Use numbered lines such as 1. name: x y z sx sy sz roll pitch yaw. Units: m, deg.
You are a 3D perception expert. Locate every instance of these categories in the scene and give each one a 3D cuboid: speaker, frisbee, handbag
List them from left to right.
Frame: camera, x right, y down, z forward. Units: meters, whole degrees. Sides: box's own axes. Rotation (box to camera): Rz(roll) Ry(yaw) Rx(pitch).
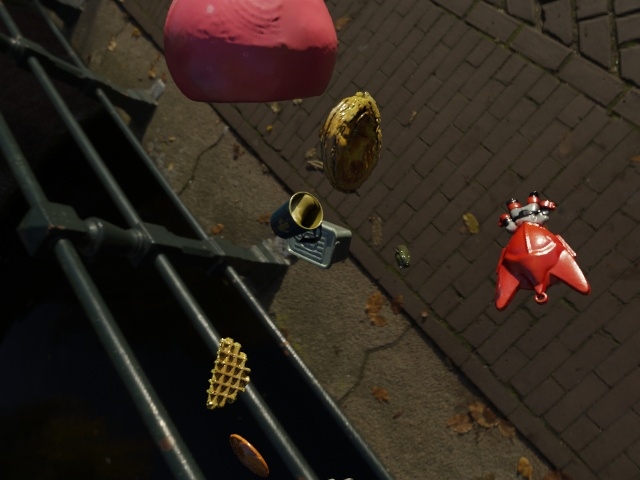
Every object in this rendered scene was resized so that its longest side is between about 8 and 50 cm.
1. frisbee: -0.263 0.776 1.835 0.192 0.035 0.192 28 137 30
2. speaker: -0.116 -0.330 0.869 0.293 0.294 0.295 -4 81 27
3. handbag: 0.268 0.055 1.671 0.047 0.111 0.072 -28 116 17

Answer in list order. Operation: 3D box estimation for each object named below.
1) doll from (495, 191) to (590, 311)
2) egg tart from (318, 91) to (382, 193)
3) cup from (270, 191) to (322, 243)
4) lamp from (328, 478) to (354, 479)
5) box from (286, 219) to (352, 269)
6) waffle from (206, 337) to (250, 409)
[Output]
1. doll: 0.272 0.008 0.663 0.109 0.057 0.169 -17 52 28
2. egg tart: 0.073 -0.272 1.409 0.132 0.297 0.298 15 90 32
3. cup: -0.076 -0.060 1.746 0.155 0.131 0.177 -24 102 51
4. lamp: -0.043 0.831 1.605 0.181 0.313 0.182 9 100 56
5. box: 0.000 0.000 1.982 0.243 0.135 0.164 22 108 36
6. waffle: -0.286 0.391 1.530 0.046 0.160 0.192 -14 93 52
